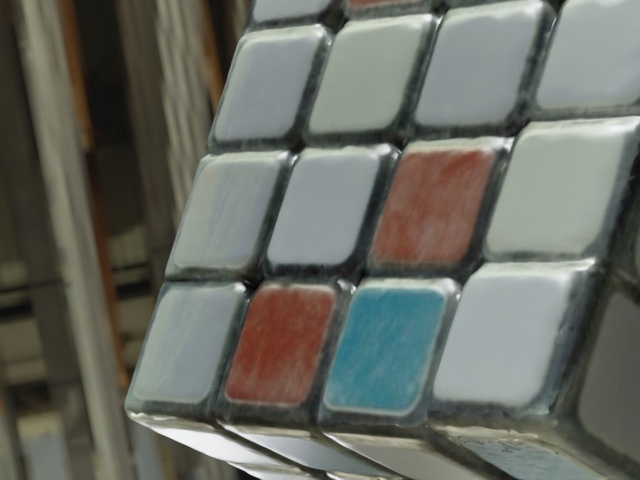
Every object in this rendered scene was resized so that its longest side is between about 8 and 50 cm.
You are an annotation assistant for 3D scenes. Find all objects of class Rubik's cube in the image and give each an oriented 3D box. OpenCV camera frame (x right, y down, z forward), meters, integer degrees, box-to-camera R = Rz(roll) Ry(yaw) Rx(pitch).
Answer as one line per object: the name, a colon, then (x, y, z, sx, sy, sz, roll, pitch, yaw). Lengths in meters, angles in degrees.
Rubik's cube: (0.111, 0.009, 0.847, 0.253, 0.256, 0.259, -2, 65, 45)
